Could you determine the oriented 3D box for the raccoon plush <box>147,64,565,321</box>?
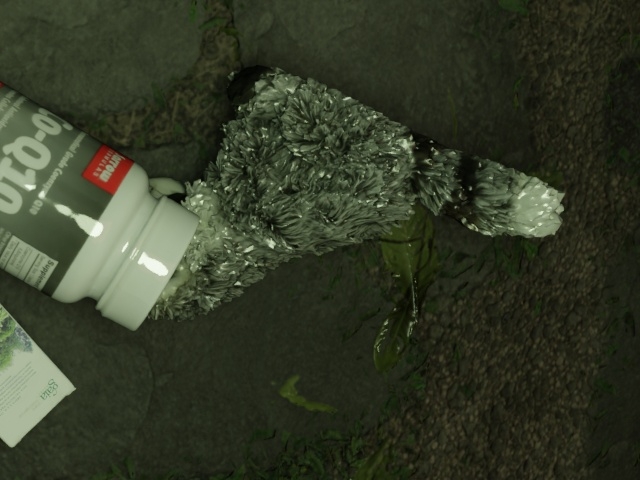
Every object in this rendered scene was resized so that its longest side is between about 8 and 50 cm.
[{"bbox_3d":[0.000,0.000,1.540,0.216,0.446,0.299,31,81,-62],"label":"raccoon plush"}]

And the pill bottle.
[{"bbox_3d":[-0.273,-0.039,1.420,0.283,0.161,0.161,31,82,-8],"label":"pill bottle"}]

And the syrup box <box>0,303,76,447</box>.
[{"bbox_3d":[-0.372,0.097,1.484,0.093,0.096,0.237,-44,121,-15],"label":"syrup box"}]
